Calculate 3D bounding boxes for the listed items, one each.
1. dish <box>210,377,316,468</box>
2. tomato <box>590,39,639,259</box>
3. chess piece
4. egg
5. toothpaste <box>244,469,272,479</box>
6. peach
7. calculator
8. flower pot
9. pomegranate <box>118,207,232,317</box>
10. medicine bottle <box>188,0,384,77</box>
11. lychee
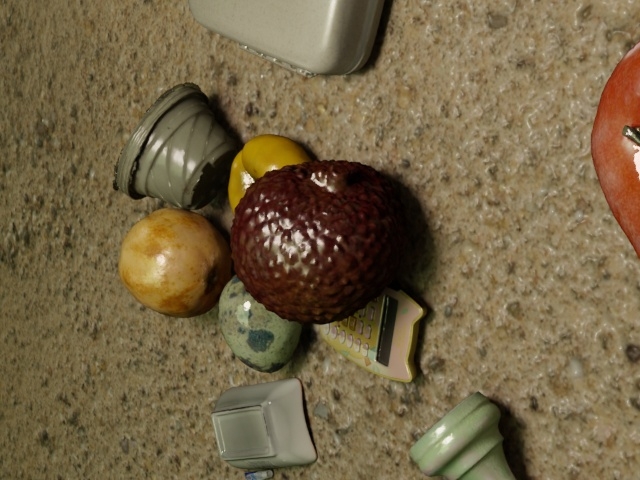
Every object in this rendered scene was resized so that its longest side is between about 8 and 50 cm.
[{"bbox_3d":[-0.114,0.329,1.783,0.212,0.077,0.151,-16,84,45],"label":"dish"},{"bbox_3d":[0.430,-0.078,1.015,0.293,0.289,0.325,-47,62,37],"label":"tomato"},{"bbox_3d":[0.257,0.349,1.391,0.272,0.139,0.139,49,128,15],"label":"chess piece"},{"bbox_3d":[-0.097,0.134,1.698,0.141,0.141,0.182,0,104,46],"label":"egg"},{"bbox_3d":[-0.114,0.427,1.844,0.083,0.015,0.024,-30,75,50],"label":"toothpaste"},{"bbox_3d":[-0.079,-0.091,1.669,0.179,0.103,0.179,5,97,47],"label":"peach"},{"bbox_3d":[0.076,0.121,1.594,0.236,0.033,0.157,24,113,44],"label":"calculator"},{"bbox_3d":[-0.234,-0.144,1.764,0.140,0.235,0.235,35,121,13],"label":"flower pot"},{"bbox_3d":[-0.255,0.043,1.797,0.207,0.207,0.207,8,102,45],"label":"pomegranate"},{"bbox_3d":[-0.058,-0.415,1.586,0.375,0.123,0.282,30,115,40],"label":"medicine bottle"},{"bbox_3d":[0.000,0.000,1.497,0.260,0.260,0.261,8,102,45],"label":"lychee"}]
